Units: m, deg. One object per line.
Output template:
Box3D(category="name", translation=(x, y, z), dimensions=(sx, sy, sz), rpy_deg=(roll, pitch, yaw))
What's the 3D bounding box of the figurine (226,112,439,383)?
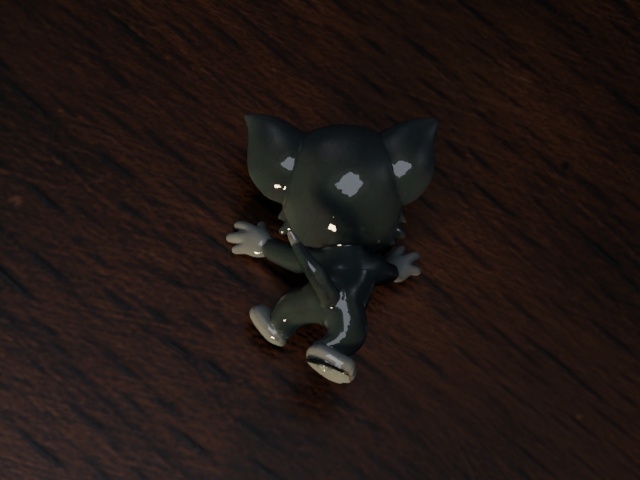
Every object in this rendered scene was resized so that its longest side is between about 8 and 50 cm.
Box3D(category="figurine", translation=(-0.001, 0.000, 1.792), dimensions=(0.193, 0.140, 0.265), rpy_deg=(7, 47, 9))
